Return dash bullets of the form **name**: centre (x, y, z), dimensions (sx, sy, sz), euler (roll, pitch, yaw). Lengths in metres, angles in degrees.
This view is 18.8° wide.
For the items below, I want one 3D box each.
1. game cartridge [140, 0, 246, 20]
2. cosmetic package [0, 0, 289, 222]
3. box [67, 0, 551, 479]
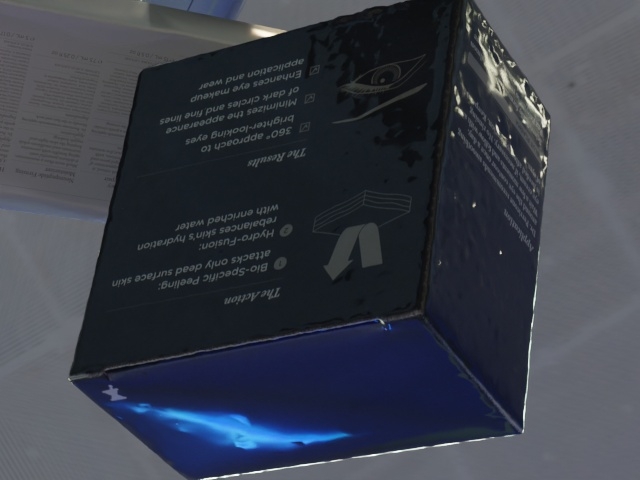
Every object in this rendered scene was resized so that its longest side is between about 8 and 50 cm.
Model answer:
- **game cartridge**: centre (-0.016, -0.234, 1.045), dimensions (0.060, 0.196, 0.294), euler (24, -131, -3)
- **cosmetic package**: centre (-0.099, -0.061, 0.900), dimensions (0.239, 0.060, 0.099), euler (9, -74, -25)
- **box**: centre (0.000, 0.000, 0.775), dimensions (0.093, 0.156, 0.158), euler (48, -140, -43)
